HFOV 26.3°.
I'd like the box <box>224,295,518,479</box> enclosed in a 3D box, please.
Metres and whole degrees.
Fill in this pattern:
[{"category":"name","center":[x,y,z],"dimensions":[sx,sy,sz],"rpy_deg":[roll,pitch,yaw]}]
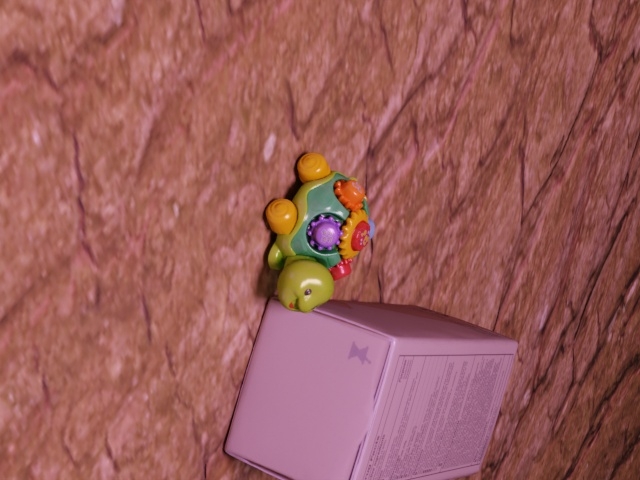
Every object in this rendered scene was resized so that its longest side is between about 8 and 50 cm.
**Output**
[{"category":"box","center":[0.057,0.136,1.224],"dimensions":[0.311,0.121,0.148],"rpy_deg":[12,96,-63]}]

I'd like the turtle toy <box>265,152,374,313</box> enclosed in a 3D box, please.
[{"category":"turtle toy","center":[0.000,0.000,1.089],"dimensions":[0.130,0.066,0.095],"rpy_deg":[-58,150,-25]}]
